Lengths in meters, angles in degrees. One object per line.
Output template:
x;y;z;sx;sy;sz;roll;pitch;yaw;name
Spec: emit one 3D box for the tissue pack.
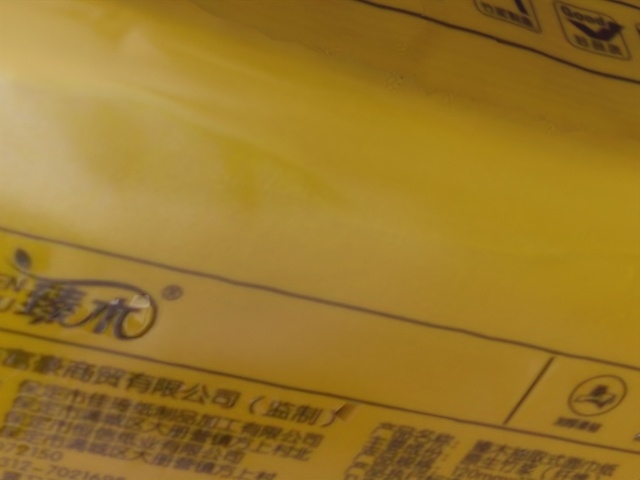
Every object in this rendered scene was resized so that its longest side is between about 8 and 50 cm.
0.000;0.000;0.561;0.293;0.382;0.228;-58;30;38;tissue pack
